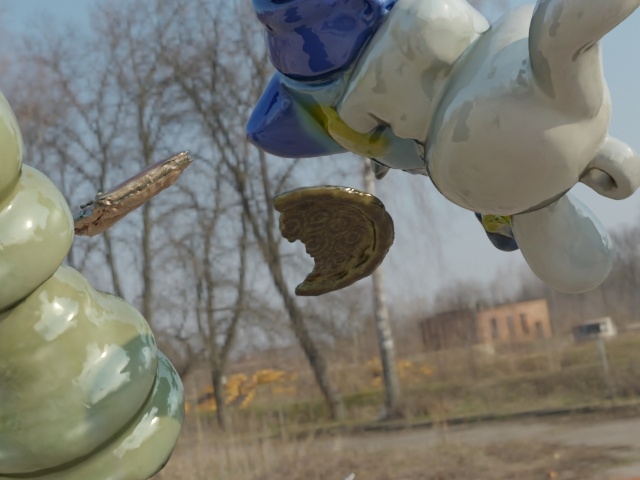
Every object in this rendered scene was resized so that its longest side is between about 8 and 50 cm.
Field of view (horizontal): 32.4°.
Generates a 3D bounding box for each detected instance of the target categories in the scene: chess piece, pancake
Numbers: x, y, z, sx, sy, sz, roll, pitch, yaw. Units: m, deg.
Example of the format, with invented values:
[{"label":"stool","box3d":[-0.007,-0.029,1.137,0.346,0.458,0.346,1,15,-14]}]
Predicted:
[{"label":"chess piece","box3d":[-0.230,0.025,0.759,0.182,0.330,0.182,-13,35,9]},{"label":"pancake","box3d":[0.000,0.000,1.308,0.184,0.020,0.190,-36,-48,29]}]

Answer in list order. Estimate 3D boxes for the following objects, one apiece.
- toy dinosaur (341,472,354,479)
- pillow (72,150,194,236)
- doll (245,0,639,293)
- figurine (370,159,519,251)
[{"label":"toy dinosaur","box3d":[-0.042,0.161,0.520,0.242,0.053,0.167,-27,-21,-39]},{"label":"pillow","box3d":[-0.232,-0.053,1.309,0.126,0.043,0.232,-35,7,-24]},{"label":"doll","box3d":[0.087,-0.133,0.858,0.187,0.365,0.376,-46,-27,-36]},{"label":"figurine","box3d":[0.198,-0.122,1.294,0.283,0.205,0.338,-13,-49,23]}]
